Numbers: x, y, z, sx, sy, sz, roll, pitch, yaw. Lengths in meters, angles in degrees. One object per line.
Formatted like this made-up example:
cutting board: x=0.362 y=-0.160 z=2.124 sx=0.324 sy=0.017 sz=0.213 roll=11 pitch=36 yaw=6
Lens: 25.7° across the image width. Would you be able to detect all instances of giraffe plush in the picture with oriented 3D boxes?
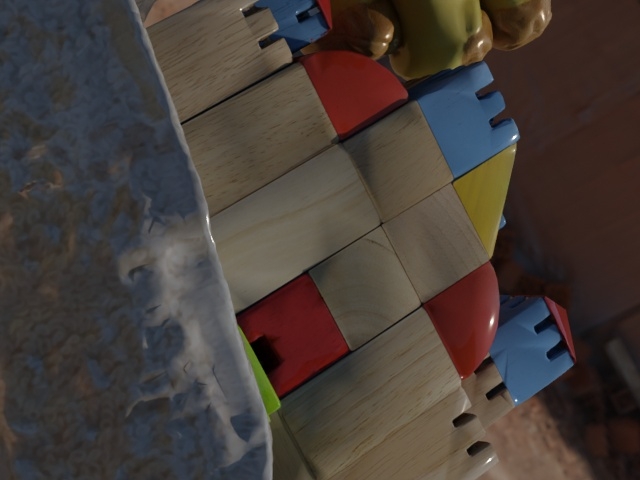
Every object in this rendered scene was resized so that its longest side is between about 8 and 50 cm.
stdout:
giraffe plush: x=0.066 y=-0.210 z=0.783 sx=0.210 sy=0.181 sz=0.170 roll=63 pitch=-25 yaw=3

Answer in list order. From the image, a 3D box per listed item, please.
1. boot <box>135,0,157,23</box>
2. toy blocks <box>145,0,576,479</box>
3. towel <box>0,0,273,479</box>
boot: x=-0.268 y=-0.250 z=1.594 sx=0.118 sy=0.222 sz=0.338 roll=36 pitch=20 yaw=11
toy blocks: x=0.000 y=0.000 z=0.753 sx=0.381 sy=0.261 sz=0.191 roll=62 pitch=-23 yaw=-11
towel: x=-0.130 y=-0.018 z=0.339 sx=0.049 sy=0.187 sz=0.282 roll=103 pitch=-32 yaw=-78
